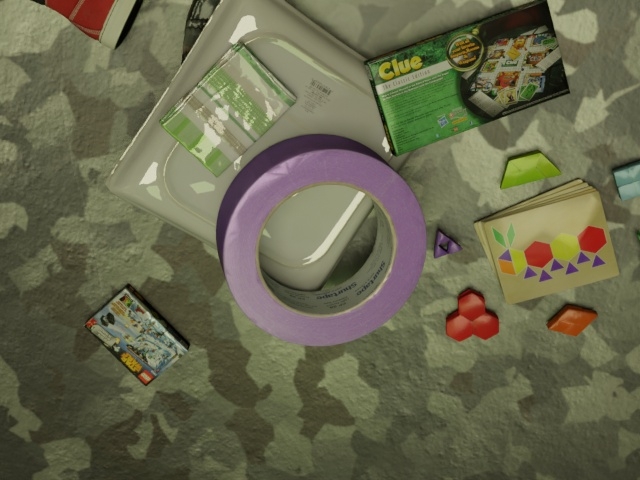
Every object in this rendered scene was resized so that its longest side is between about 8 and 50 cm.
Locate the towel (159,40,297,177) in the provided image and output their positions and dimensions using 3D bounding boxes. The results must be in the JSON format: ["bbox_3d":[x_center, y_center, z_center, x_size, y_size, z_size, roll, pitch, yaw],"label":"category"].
[{"bbox_3d":[-0.119,-0.168,1.414,0.152,0.023,0.113,-44,111,5],"label":"towel"}]

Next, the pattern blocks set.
[{"bbox_3d":[0.326,0.008,1.572,0.324,0.026,0.285,-8,109,6],"label":"pattern blocks set"}]

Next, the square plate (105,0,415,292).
[{"bbox_3d":[-0.057,-0.123,1.483,0.347,0.049,0.344,31,101,-20],"label":"square plate"}]

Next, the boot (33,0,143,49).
[{"bbox_3d":[-0.296,-0.399,1.441,0.176,0.088,0.244,31,112,-6],"label":"boot"}]

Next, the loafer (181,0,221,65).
[{"bbox_3d":[-0.148,-0.215,1.491,0.096,0.084,0.268,7,112,2],"label":"loafer"}]

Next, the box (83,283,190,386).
[{"bbox_3d":[-0.279,0.145,1.658,0.094,0.027,0.137,-40,102,14],"label":"box"}]

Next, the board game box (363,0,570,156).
[{"bbox_3d":[0.199,-0.220,1.465,0.259,0.030,0.136,-20,110,-6],"label":"board game box"}]

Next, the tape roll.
[{"bbox_3d":[0.000,0.000,1.464,0.274,0.090,0.275,-4,110,-12],"label":"tape roll"}]
